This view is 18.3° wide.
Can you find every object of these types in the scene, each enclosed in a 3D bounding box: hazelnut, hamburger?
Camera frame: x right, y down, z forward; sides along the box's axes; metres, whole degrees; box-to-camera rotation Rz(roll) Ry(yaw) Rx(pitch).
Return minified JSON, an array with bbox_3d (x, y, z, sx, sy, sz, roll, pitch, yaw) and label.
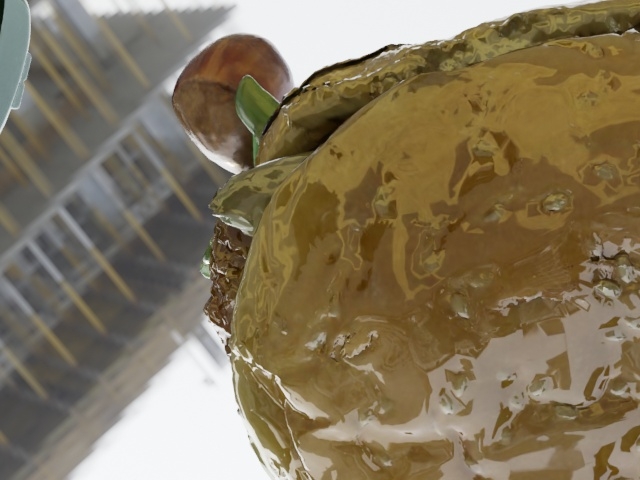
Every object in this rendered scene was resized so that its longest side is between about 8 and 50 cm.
[{"bbox_3d":[-0.050,-0.086,1.227,0.086,0.086,0.086,-25,-147,17],"label":"hazelnut"},{"bbox_3d":[0.098,0.029,0.850,0.283,0.259,0.144,-18,-147,14],"label":"hamburger"}]

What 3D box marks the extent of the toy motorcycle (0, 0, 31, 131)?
[{"bbox_3d":[-0.347,-0.055,1.545,0.191,0.200,0.326,7,-97,39],"label":"toy motorcycle"}]

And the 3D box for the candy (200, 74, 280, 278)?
[{"bbox_3d":[0.000,0.000,1.176,0.069,0.149,0.246,-49,171,-28],"label":"candy"}]
